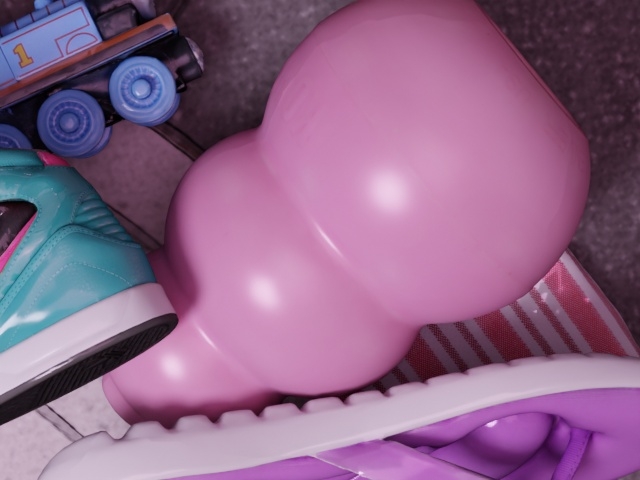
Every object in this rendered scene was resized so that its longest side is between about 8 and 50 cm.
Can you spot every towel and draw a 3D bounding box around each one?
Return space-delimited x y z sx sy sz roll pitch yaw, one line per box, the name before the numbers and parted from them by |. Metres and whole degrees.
towel | 0.101 0.078 1.149 0.197 0.029 0.144 -36 99 -2

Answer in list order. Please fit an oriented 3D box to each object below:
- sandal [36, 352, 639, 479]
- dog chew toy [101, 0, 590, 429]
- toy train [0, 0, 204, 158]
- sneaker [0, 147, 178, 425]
sandal | 0.038 0.162 1.042 0.416 0.169 0.102 -8 60 -6
dog chew toy | 0.000 0.000 1.049 0.332 0.206 0.206 -39 99 10
toy train | -0.168 -0.101 1.077 0.184 0.080 0.105 -26 93 -1
sneaker | -0.249 0.032 0.986 0.295 0.124 0.178 -25 80 2
